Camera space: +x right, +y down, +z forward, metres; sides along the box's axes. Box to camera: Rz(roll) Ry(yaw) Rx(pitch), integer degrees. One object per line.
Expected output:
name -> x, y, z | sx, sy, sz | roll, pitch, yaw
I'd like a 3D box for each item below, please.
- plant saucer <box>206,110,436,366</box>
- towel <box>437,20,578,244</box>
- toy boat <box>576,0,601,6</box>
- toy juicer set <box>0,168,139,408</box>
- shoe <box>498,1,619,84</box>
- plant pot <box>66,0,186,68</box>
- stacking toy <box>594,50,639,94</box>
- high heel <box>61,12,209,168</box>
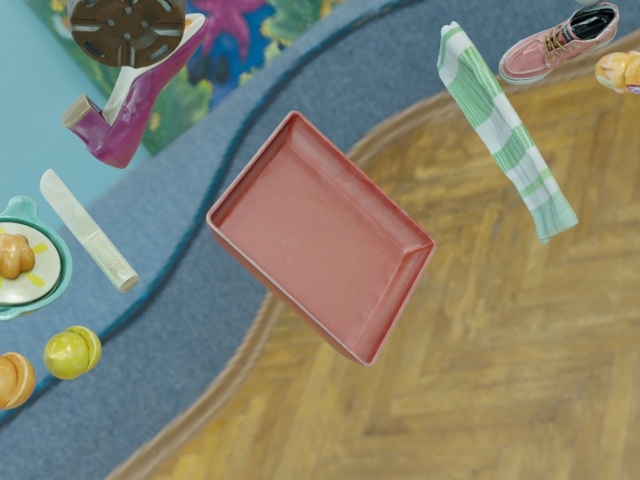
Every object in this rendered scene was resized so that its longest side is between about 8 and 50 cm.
plant saucer -> 0.000, 0.000, 1.448 | 0.048, 0.258, 0.259 | -41, 11, 41
towel -> 0.260, -0.148, 1.713 | 0.038, 0.325, 0.248 | -29, -6, 1
toy boat -> 0.491, -0.343, 1.602 | 0.318, 0.267, 0.148 | 9, 21, 26
toy juicer set -> -0.310, 0.047, 1.313 | 0.329, 0.209, 0.089 | -52, -9, -42
shoe -> 0.333, -0.279, 1.674 | 0.178, 0.063, 0.081 | -23, -10, 3
plant pot -> -0.217, -0.291, 1.343 | 0.167, 0.167, 0.165 | -25, 48, 19
stacking toy -> 0.413, -0.177, 1.264 | 0.302, 0.175, 0.165 | 8, 87, 50
high heel -> -0.221, -0.196, 1.597 | 0.244, 0.117, 0.082 | -42, 43, 7
